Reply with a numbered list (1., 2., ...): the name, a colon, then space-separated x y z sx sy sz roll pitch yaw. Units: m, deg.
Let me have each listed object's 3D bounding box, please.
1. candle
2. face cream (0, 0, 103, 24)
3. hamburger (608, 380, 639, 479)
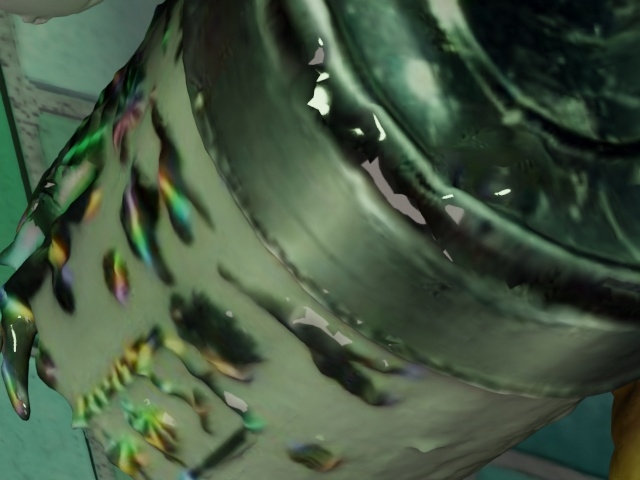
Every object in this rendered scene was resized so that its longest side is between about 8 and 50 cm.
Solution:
1. candle: 0.000 0.000 0.579 0.187 0.187 0.330 40 141 -5
2. face cream: -0.077 -0.164 0.454 0.111 0.206 0.206 23 138 10
3. hamburger: 0.198 0.151 0.605 0.155 0.245 0.282 -5 169 31
